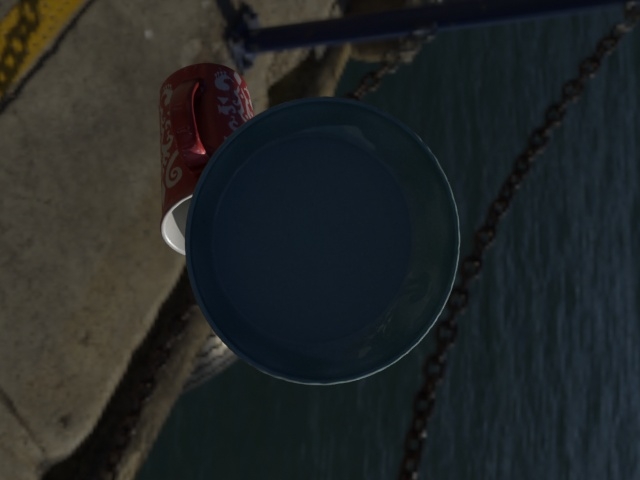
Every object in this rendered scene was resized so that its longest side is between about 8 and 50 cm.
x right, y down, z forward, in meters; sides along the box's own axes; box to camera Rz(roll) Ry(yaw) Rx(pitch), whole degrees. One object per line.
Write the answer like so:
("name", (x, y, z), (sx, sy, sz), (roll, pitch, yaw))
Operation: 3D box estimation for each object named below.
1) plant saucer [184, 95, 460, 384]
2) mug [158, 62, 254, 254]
("plant saucer", (0.000, 0.000, 0.474), (0.119, 0.021, 0.119), (-1, 93, -18))
("mug", (-0.100, -0.092, 1.085), (0.150, 0.113, 0.169), (112, -26, -49))
